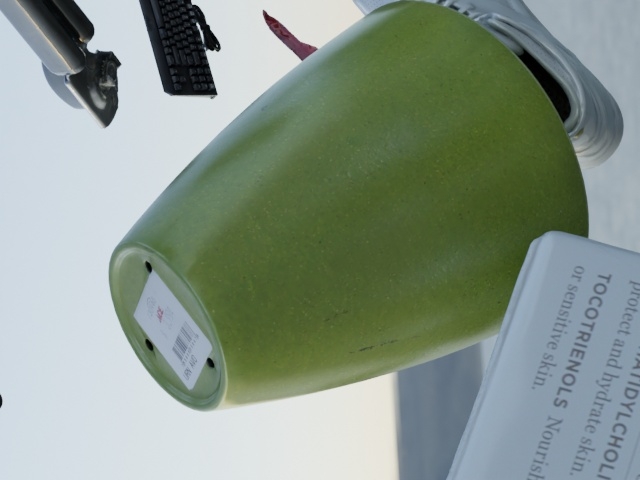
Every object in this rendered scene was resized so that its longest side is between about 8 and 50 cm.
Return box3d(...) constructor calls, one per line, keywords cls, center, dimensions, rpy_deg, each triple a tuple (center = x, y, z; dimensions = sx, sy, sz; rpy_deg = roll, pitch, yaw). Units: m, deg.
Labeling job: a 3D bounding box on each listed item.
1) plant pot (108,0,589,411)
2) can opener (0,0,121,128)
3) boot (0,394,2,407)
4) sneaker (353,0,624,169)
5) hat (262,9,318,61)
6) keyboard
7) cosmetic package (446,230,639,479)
box3d(cls="plant pot", center=(0.000, 0.000, 1.326), dimensions=(0.275, 0.293, 0.274), rpy_deg=(34, 139, 35))
box3d(cls="can opener", center=(-0.299, -0.217, 1.941), dimensions=(0.283, 0.095, 0.076), rpy_deg=(54, -139, -55))
box3d(cls="boot", center=(-0.366, 0.154, 1.650), dimensions=(0.106, 0.114, 0.037), rpy_deg=(1, -93, -41))
box3d(cls="sneaker", center=(0.115, -0.175, 1.438), dimensions=(0.108, 0.292, 0.169), rpy_deg=(-53, -17, 9))
box3d(cls="hat", center=(0.017, -0.130, 2.006), dimensions=(0.208, 0.183, 0.173), rpy_deg=(-88, 2, -56))
box3d(cls="keyboard", center=(-0.159, -0.250, 2.065), dimensions=(0.108, 0.023, 0.180), rpy_deg=(-2, -107, -50))
box3d(cls="cosmetic package", center=(0.287, 0.252, 1.222), dimensions=(0.329, 0.394, 0.327), rpy_deg=(82, -153, -57))
